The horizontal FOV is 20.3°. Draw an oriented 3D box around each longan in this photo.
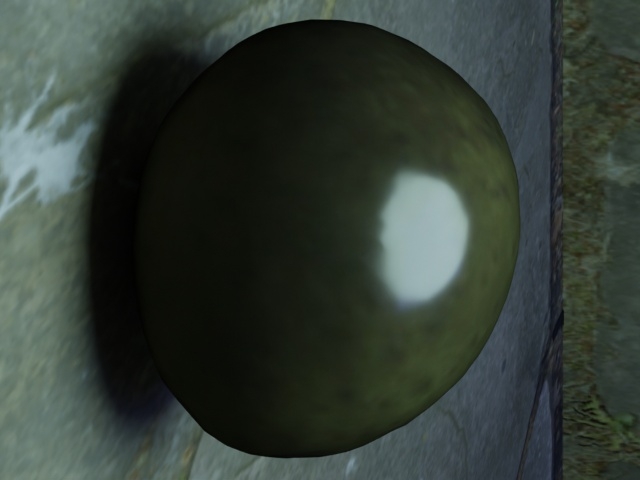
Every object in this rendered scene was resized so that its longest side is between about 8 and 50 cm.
[{"bbox_3d":[0.000,0.000,0.981,0.246,0.215,0.246,-35,142,-34],"label":"longan"}]
